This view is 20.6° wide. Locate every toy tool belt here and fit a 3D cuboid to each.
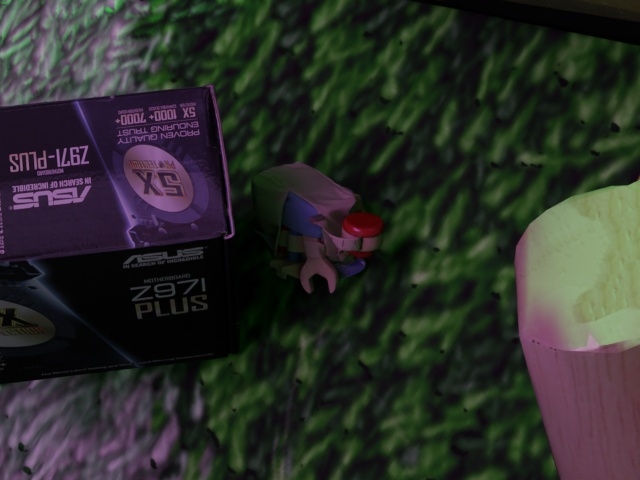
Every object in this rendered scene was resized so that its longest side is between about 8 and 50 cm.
[{"bbox_3d":[0.000,0.000,0.829,0.083,0.052,0.051,34,130,44],"label":"toy tool belt"}]

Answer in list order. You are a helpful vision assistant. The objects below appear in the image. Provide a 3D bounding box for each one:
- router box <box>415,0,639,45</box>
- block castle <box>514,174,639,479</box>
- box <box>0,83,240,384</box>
[{"bbox_3d":[0.077,-0.149,0.677,0.308,0.243,0.081,19,88,42],"label":"router box"},{"bbox_3d":[0.292,0.074,0.382,0.303,0.213,0.453,-42,44,-20],"label":"block castle"},{"bbox_3d":[-0.130,0.004,0.811,0.180,0.147,0.078,-6,66,-5],"label":"box"}]
